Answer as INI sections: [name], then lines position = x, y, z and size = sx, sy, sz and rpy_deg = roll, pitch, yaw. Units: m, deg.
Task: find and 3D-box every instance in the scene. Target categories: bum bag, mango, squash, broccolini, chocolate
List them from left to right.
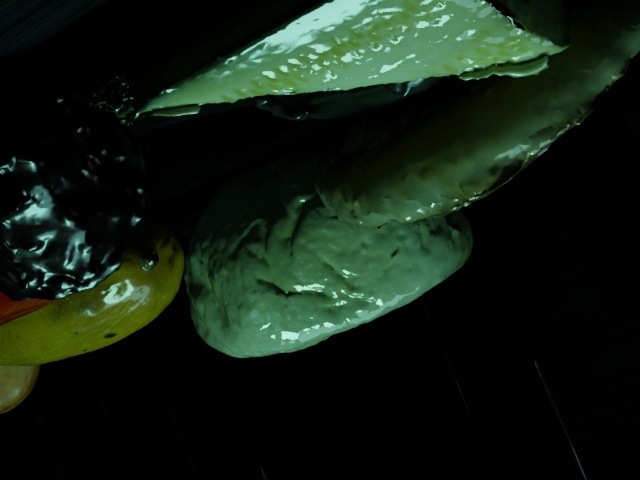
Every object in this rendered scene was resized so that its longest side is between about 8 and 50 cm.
[chocolate]
position = -0.192, -0.053, 1.199
size = 0.156, 0.156, 0.133
rpy_deg = -23, 151, 3
[mango]
position = -0.287, 0.060, 2.038
size = 0.359, 0.144, 0.187
rpy_deg = -22, 175, 39
[broccolini]
position = -0.106, -0.103, 1.402
size = 0.071, 0.057, 0.254
rpy_deg = 23, -165, 24
[squash]
position = 0.014, -0.136, 1.238
size = 0.252, 0.093, 0.169
rpy_deg = -26, 145, 33
[bum bag]
position = 0.044, -0.146, 1.374
size = 0.142, 0.079, 0.326
rpy_deg = -39, -166, -27

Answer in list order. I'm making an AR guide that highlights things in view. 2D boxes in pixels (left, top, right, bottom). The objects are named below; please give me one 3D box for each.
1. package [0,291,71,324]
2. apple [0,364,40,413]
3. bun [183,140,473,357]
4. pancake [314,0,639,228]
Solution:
[package]
position = -0.342, 0.038, 1.472
size = 0.424, 0.123, 0.196
rpy_deg = -23, 179, 33
[apple]
position = -0.435, 0.149, 2.281
size = 0.209, 0.164, 0.209
rpy_deg = -25, 179, -1
[bun]
position = 0.000, 0.000, 2.269
size = 0.349, 0.227, 0.352
rpy_deg = -21, 179, -35
[pancake]
position = 0.142, -0.145, 1.445
size = 0.387, 0.082, 0.387
rpy_deg = -37, -167, 10
